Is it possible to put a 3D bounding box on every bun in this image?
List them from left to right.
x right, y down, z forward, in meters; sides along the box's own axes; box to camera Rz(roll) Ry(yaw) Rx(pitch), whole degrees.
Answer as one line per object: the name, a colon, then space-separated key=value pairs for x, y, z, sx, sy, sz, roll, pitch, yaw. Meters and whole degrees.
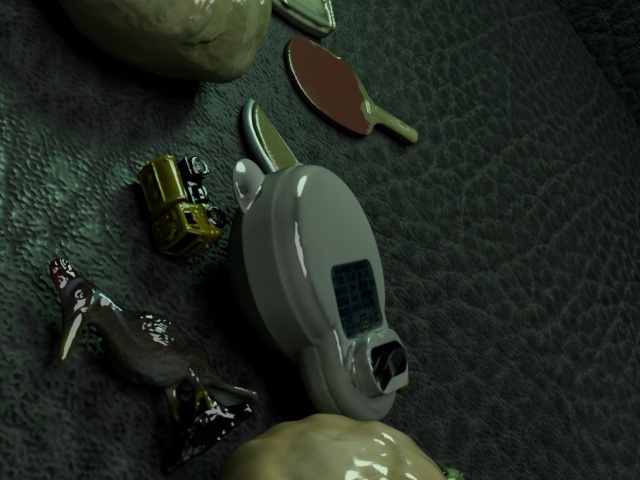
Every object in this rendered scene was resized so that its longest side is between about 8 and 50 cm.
bun: x=-0.135 y=-0.263 z=0.881 sx=0.259 sy=0.160 sz=0.259 roll=39 pitch=34 yaw=-33

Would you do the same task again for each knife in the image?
knife: x=0.001 y=0.000 z=0.964 sx=0.061 sy=0.027 sz=0.343 roll=-16 pitch=74 yaw=-56

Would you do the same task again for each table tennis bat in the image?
table tennis bat: x=0.041 y=-0.177 z=1.191 sx=0.234 sy=0.022 sz=0.131 roll=26 pitch=43 yaw=-40

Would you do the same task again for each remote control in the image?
remote control: x=-0.049 y=-0.392 z=1.242 sx=0.123 sy=0.038 sz=0.285 roll=19 pitch=50 yaw=-45

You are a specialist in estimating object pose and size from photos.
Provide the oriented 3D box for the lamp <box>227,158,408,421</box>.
lamp: x=-0.009 y=0.047 z=0.831 sx=0.179 sy=0.108 sz=0.246 roll=-7 pitch=76 yaw=-61

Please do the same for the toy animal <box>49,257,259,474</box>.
toy animal: x=-0.123 y=0.087 z=0.692 sx=0.202 sy=0.070 sz=0.105 roll=43 pitch=21 yaw=-18

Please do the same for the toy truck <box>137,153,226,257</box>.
toy truck: x=-0.118 y=-0.027 z=0.797 sx=0.054 sy=0.049 sz=0.083 roll=6 pitch=57 yaw=-50

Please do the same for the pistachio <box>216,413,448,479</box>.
pistachio: x=0.021 y=0.268 z=0.611 sx=0.193 sy=0.214 sz=0.318 roll=-5 pitch=71 yaw=-9

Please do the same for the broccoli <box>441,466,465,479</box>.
broccoli: x=0.197 y=0.334 z=0.861 sx=0.145 sy=0.165 sz=0.304 roll=-33 pitch=76 yaw=-29
